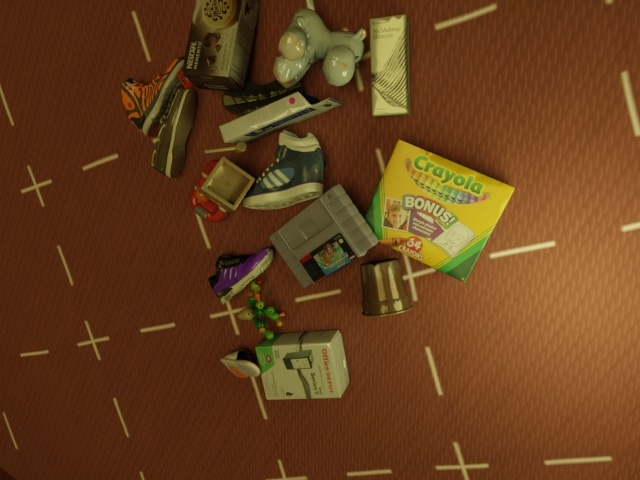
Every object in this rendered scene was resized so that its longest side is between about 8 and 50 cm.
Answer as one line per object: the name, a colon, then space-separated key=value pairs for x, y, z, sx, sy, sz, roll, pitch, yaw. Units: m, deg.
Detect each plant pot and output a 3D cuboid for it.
plant pot: x=0.202 y=0.147 z=1.507 sx=0.167 sy=0.167 sz=0.165 roll=-10 pitch=90 yaw=19

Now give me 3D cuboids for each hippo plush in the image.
hippo plush: x=0.005 y=-0.565 z=1.418 sx=0.237 sy=0.234 sz=0.294 roll=20 pitch=65 yaw=-5

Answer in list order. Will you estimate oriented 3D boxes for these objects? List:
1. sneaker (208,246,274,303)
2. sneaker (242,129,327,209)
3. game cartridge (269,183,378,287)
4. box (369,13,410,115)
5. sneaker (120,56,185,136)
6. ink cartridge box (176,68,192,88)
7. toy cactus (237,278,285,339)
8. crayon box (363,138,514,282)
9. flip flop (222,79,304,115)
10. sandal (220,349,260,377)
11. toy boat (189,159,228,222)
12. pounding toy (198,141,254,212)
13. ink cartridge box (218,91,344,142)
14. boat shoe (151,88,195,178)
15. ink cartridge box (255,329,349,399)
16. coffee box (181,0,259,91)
sneaker: x=-0.302 y=0.096 z=1.678 sx=0.293 sy=0.102 sz=0.146 roll=-42 pitch=86 yaw=21
sneaker: x=-0.131 y=-0.241 z=1.559 sx=0.323 sy=0.130 sz=0.236 roll=-10 pitch=80 yaw=32
game cartridge: x=0.000 y=0.000 z=1.528 sx=0.355 sy=0.068 sz=0.230 roll=-35 pitch=85 yaw=40
box: x=0.210 y=-0.514 z=1.390 sx=0.113 sy=0.094 sz=0.274 roll=-1 pitch=102 yaw=18
sneaker: x=-0.591 y=-0.536 z=1.625 sx=0.180 sy=0.124 sz=0.321 roll=43 pitch=110 yaw=4
ink cartridge box: x=-0.420 y=-0.565 z=1.565 sx=0.029 sy=0.115 sz=0.062 roll=16 pitch=145 yaw=45
toy cactus: x=-0.229 y=0.254 z=1.704 sx=0.181 sy=0.112 sz=0.218 roll=-17 pitch=99 yaw=39
crayon box: x=0.345 y=-0.095 z=1.428 sx=0.363 sy=0.106 sz=0.313 roll=26 pitch=108 yaw=12
flip flop: x=-0.188 y=-0.471 z=1.539 sx=0.277 sy=0.080 sz=0.112 roll=-11 pitch=82 yaw=4
sandal: x=-0.280 y=0.456 z=1.738 sx=0.102 sy=0.076 sz=0.265 roll=50 pitch=147 yaw=-17
toy boat: x=-0.380 y=-0.170 z=1.620 sx=0.151 sy=0.151 sz=0.231 roll=36 pitch=110 yaw=7
pounding toy: x=-0.310 y=-0.228 z=1.525 sx=0.181 sy=0.094 sz=0.206 roll=35 pitch=76 yaw=-16
ink cartridge box: x=-0.121 y=-0.397 z=1.477 sx=0.371 sy=0.176 sz=0.069 roll=-15 pitch=96 yaw=20
boat shoe: x=-0.523 y=-0.384 z=1.643 sx=0.097 sy=0.116 sz=0.324 roll=23 pitch=113 yaw=9
ink cartridge box: x=-0.062 y=0.444 z=1.664 sx=0.289 sy=0.121 sz=0.211 roll=-9 pitch=98 yaw=19
coffee box: x=-0.315 y=-0.640 z=1.480 sx=0.168 sy=0.119 sz=0.297 roll=10 pitch=88 yaw=16
